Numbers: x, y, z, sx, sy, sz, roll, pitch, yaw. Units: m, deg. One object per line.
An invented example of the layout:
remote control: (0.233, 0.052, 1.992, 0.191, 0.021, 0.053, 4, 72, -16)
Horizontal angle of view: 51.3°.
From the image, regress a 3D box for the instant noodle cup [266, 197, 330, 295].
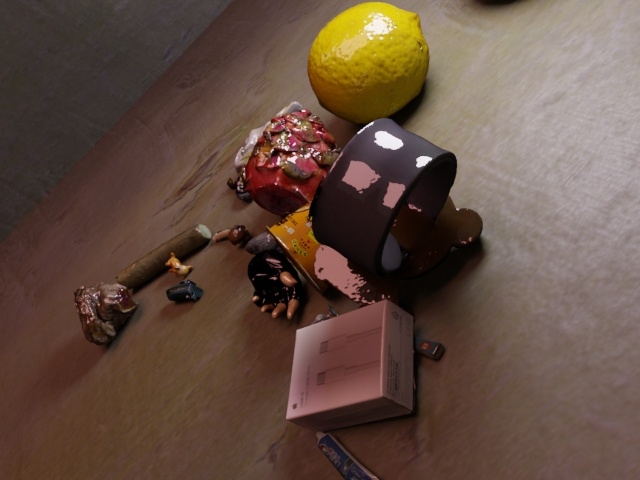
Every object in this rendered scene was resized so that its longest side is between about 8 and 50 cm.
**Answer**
instant noodle cup: (0.000, 0.000, 1.579, 0.172, 0.215, 0.216, -40, 35, -5)

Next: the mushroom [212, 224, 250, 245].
mushroom: (-0.271, -0.012, 2.005, 0.060, 0.061, 0.187, -47, 21, -23)

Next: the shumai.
shumai: (-0.677, 0.221, 2.140, 0.186, 0.183, 0.218, -17, 17, -17)

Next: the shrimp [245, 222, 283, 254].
shrimp: (-0.108, -0.001, 1.798, 0.233, 0.079, 0.090, -17, 81, 33)

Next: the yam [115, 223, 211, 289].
yam: (-0.509, 0.055, 2.160, 0.372, 0.083, 0.083, -29, 39, 20)

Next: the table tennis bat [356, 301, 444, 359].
table tennis bat: (0.146, 0.196, 1.381, 0.274, 0.021, 0.154, 12, 66, 53)

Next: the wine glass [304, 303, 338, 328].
wine glass: (-0.001, 0.186, 1.528, 0.083, 0.042, 0.039, -40, 6, 14)

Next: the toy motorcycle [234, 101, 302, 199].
toy motorcycle: (-0.168, -0.292, 2.112, 0.340, 0.108, 0.222, -46, 40, 15)

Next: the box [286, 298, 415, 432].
box: (0.062, 0.254, 1.324, 0.252, 0.106, 0.203, -24, 46, 37)

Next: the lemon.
lemon: (0.130, -0.480, 1.816, 0.336, 0.336, 0.336, -28, 39, 26)

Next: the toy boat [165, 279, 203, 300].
toy boat: (-0.412, 0.153, 1.980, 0.141, 0.055, 0.060, -13, 55, 40)

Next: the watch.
watch: (0.121, -0.048, 1.312, 0.314, 0.327, 0.335, 33, 84, 24)

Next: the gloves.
gloves: (-0.109, 0.118, 1.649, 0.203, 0.124, 0.164, 59, 137, 29)

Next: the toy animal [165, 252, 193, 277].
toy animal: (-0.439, 0.078, 2.078, 0.083, 0.061, 0.081, -3, 88, 50)

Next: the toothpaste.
toothpaste: (0.045, 0.418, 1.260, 0.197, 0.035, 0.057, 32, 97, 53)

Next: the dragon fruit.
dragon fruit: (-0.079, -0.216, 1.834, 0.269, 0.250, 0.290, -32, 39, 52)
